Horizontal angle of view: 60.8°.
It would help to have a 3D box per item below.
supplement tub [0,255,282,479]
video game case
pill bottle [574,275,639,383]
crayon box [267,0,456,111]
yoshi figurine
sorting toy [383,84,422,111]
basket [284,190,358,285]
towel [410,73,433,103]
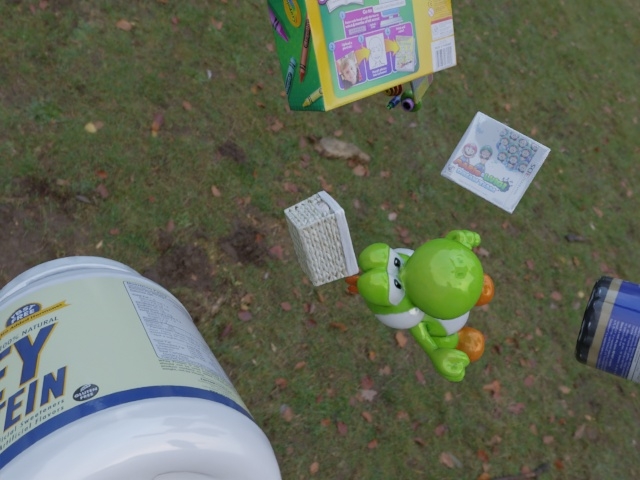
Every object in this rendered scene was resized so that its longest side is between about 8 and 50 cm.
[{"bbox_3d":[-0.202,0.168,0.503,0.235,0.236,0.324,2,20,-33],"label":"supplement tub"},{"bbox_3d":[0.338,-0.152,1.062,0.157,0.143,0.019,32,5,12],"label":"video game case"},{"bbox_3d":[0.443,0.130,0.670,0.219,0.123,0.122,17,37,31],"label":"pill bottle"},{"bbox_3d":[0.069,-0.299,0.769,0.278,0.081,0.166,-27,117,-31],"label":"crayon box"},{"bbox_3d":[0.195,0.090,0.841,0.362,0.203,0.204,28,23,-53],"label":"yoshi figurine"},{"bbox_3d":[0.166,-0.306,1.174,0.102,0.061,0.042,43,58,-1],"label":"sorting toy"},{"bbox_3d":[0.000,0.000,1.154,0.103,0.167,0.113,-23,33,-11],"label":"basket"},{"bbox_3d":[0.173,-0.281,0.944,0.009,0.083,0.060,30,80,27],"label":"towel"}]
